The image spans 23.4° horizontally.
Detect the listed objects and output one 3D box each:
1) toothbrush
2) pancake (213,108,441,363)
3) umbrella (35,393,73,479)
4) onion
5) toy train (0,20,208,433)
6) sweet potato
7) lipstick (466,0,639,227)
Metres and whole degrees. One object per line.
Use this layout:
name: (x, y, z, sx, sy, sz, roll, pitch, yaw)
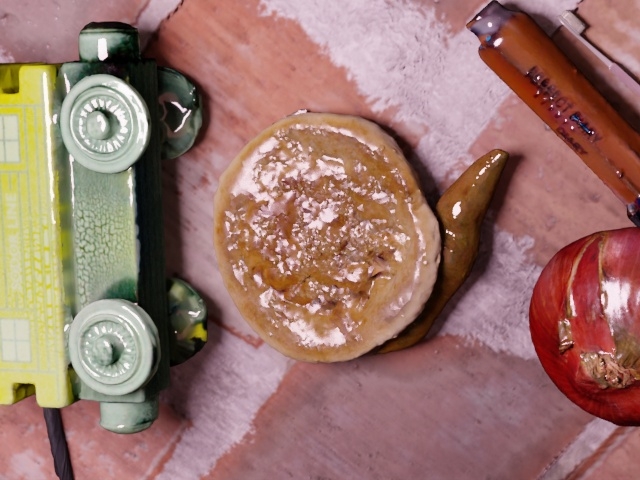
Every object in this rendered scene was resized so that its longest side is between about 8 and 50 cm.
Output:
toothbrush: (0.321, -0.171, 1.614, 0.194, 0.014, 0.017, 44, 107, -4)
pancake: (0.001, -0.001, 1.678, 0.282, 0.049, 0.282, 3, 100, 18)
umbrella: (-0.322, 0.206, 1.809, 0.044, 0.044, 0.269, 14, 115, 52)
onion: (0.331, 0.100, 1.597, 0.248, 0.161, 0.248, 16, 151, 9)
toy train: (-0.274, -0.012, 1.662, 0.272, 0.179, 0.442, 1, 99, 17)
sweet potato: (0.134, 0.019, 1.672, 0.067, 0.067, 0.274, 26, 108, 1)
lipstick: (0.311, -0.088, 1.608, 0.418, 0.077, 0.077, 45, 107, -4)
